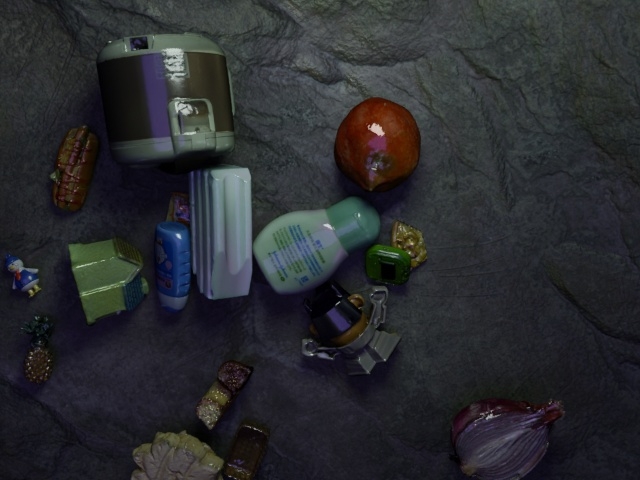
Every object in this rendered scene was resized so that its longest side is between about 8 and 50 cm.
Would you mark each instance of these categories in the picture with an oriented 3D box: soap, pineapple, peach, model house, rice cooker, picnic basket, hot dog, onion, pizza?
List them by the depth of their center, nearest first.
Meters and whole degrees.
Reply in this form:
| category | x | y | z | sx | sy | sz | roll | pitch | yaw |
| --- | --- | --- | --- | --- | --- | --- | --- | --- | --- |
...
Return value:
| category | x | y | z | sx | sy | sz | roll | pitch | yaw |
| --- | --- | --- | --- | --- | --- | --- | --- | --- | --- |
| rice cooker | -0.373 | -0.327 | 1.393 | 0.335 | 0.335 | 0.325 | -4 | 100 | 3 |
| peach | 0.140 | -0.228 | 1.424 | 0.232 | 0.232 | 0.256 | 24 | 59 | -3 |
| soap | -0.270 | -0.025 | 1.499 | 0.115 | 0.208 | 0.346 | -6 | 103 | -30 |
| hot dog | -0.690 | -0.203 | 1.552 | 0.104 | 0.076 | 0.250 | 21 | 104 | -1 |
| pizza | 0.251 | 0.017 | 1.582 | 0.099 | 0.036 | 0.160 | -9 | 101 | 4 |
| model house | -0.596 | 0.106 | 1.584 | 0.189 | 0.195 | 0.214 | -14 | 117 | -19 |
| onion | 0.537 | 0.538 | 1.616 | 0.349 | 0.159 | 0.267 | -36 | 110 | 10 |
| pineapple | -0.839 | 0.334 | 1.653 | 0.083 | 0.103 | 0.221 | 8 | 103 | 1 |
| picnic basket | -0.228 | 0.649 | 1.719 | 0.110 | 0.055 | 0.193 | 22 | 101 | -3 |

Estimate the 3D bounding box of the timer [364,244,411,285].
| category | x | y | z | sx | sy | sz | roll | pitch | yaw |
| --- | --- | --- | --- | --- | --- | --- | --- | --- | --- |
| timer | 0.186 | 0.071 | 1.551 | 0.128 | 0.047 | 0.140 | 11 | 142 | 14 |

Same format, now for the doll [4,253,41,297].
| category | x | y | z | sx | sy | sz | roll | pitch | yaw |
| --- | --- | --- | --- | --- | --- | --- | --- | --- | --- |
| doll | -0.876 | 0.099 | 1.632 | 0.099 | 0.057 | 0.143 | -34 | 93 | 9 |

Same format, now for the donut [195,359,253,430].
| category | x | y | z | sx | sy | sz | roll | pitch | yaw |
| --- | --- | --- | --- | --- | --- | --- | --- | --- | --- |
| donut | -0.282 | 0.437 | 1.639 | 0.085 | 0.141 | 0.217 | 33 | 93 | 5 |

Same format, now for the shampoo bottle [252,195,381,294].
| category | x | y | z | sx | sy | sz | roll | pitch | yaw |
| --- | --- | --- | --- | --- | --- | --- | --- | --- | --- |
| shampoo bottle | 0.000 | 0.000 | 1.530 | 0.350 | 0.151 | 0.221 | -27 | 94 | 8 |

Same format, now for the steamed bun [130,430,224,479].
| category | x | y | z | sx | sy | sz | roll | pitch | yaw |
| --- | --- | --- | --- | --- | --- | --- | --- | --- | --- |
| steamed bun | -0.411 | 0.692 | 1.690 | 0.295 | 0.137 | 0.292 | -26 | 103 | 14 |

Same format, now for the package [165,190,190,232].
| category | x | y | z | sx | sy | sz | roll | pitch | yaw |
| --- | --- | --- | --- | --- | --- | --- | --- | --- | --- |
| package | -0.386 | -0.081 | 1.587 | 0.108 | 0.031 | 0.120 | 11 | 102 | 0 |

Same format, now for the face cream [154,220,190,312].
| category | x | y | z | sx | sy | sz | roll | pitch | yaw |
| --- | --- | --- | --- | --- | --- | --- | --- | --- | --- |
| face cream | -0.420 | 0.082 | 1.577 | 0.083 | 0.149 | 0.264 | -13 | 117 | -40 |

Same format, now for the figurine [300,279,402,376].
| category | x | y | z | sx | sy | sz | roll | pitch | yaw |
| --- | --- | --- | --- | --- | --- | --- | --- | --- | --- |
| figurine | 0.079 | 0.243 | 1.583 | 0.309 | 0.143 | 0.308 | -2 | 97 | -16 |
